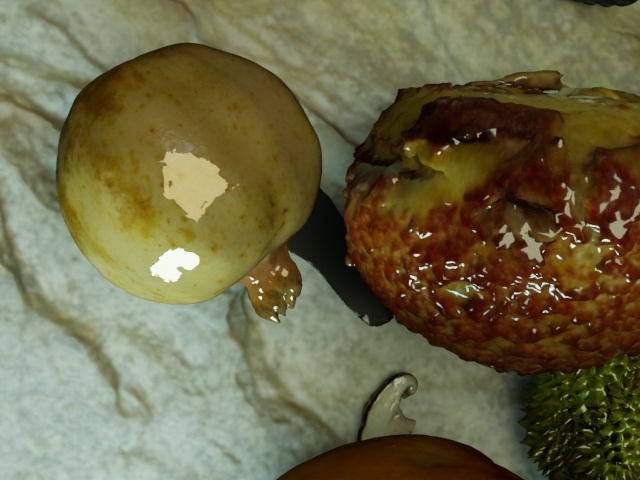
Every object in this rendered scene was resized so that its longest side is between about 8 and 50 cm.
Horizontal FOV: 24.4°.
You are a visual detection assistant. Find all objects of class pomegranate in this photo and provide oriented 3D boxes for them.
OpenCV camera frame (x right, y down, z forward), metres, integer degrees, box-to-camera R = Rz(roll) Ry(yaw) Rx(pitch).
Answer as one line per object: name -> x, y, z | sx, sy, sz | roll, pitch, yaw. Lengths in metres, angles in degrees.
pomegranate -> -0.100, -0.051, 1.133 | 0.207, 0.207, 0.207 | 0, 91, -16

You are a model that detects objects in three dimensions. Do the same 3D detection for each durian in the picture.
durian -> 0.253, 0.163, 1.268 | 0.159, 0.146, 0.198 | -13, 100, -32

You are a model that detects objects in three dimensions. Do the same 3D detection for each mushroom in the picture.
mushroom -> 0.056, 0.160, 1.271 | 0.049, 0.019, 0.101 | 23, 87, -14

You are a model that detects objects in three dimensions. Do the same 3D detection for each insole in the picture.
insole -> 0.000, 0.000, 1.260 | 0.064, 0.004, 0.188 | -46, 102, -10

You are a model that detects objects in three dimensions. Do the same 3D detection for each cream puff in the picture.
cream puff -> 0.174, -0.011, 1.146 | 0.350, 0.350, 0.228 | 0, 100, -16

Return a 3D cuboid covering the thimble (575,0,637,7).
thimble -> 0.225, -0.261, 1.262 | 0.135, 0.118, 0.090 | 18, 85, -16

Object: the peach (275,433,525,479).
peach -> 0.078, 0.307, 1.125 | 0.343, 0.343, 0.301 | 36, 99, -13
